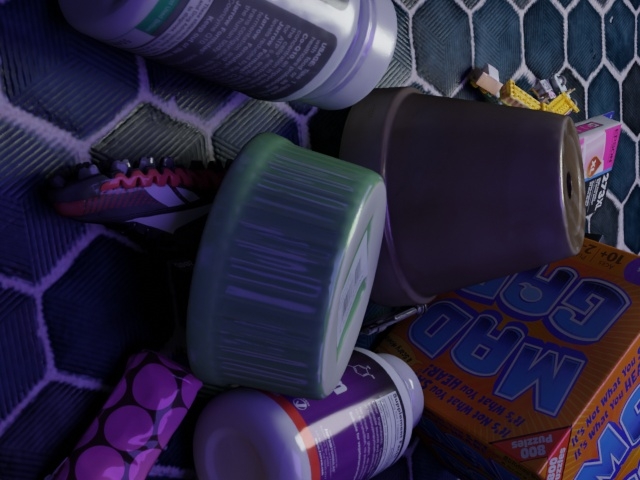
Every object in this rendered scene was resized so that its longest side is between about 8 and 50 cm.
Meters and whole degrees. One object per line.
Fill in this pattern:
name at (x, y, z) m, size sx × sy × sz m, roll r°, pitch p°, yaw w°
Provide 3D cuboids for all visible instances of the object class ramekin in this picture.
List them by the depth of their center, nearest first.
ramekin at (-0.027, 0.037, 0.975) m, size 0.303 × 0.148 × 0.303 m, roll 14°, pitch 90°, yaw -79°

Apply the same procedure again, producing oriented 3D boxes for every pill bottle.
pill bottle at (-0.087, -0.272, 0.934) m, size 0.361 × 0.204 × 0.204 m, roll 13°, pitch 86°, yaw -47°
pill bottle at (-0.001, 0.248, 1.111) m, size 0.323 × 0.181 × 0.181 m, roll -13°, pitch 105°, yaw -51°

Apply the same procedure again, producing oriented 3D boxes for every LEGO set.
LEGO set at (0.365, -0.237, 1.538) m, size 0.287 × 0.107 × 0.132 m, roll -6°, pitch 65°, yaw -42°

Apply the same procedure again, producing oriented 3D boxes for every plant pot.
plant pot at (0.215, -0.070, 1.178) m, size 0.323 × 0.280 × 0.323 m, roll 14°, pitch 74°, yaw -62°

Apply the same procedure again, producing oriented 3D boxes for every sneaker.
sneaker at (-0.178, -0.027, 0.947) m, size 0.276 × 0.097 × 0.135 m, roll -3°, pitch 95°, yaw -49°

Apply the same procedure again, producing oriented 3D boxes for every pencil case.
pencil case at (-0.224, 0.222, 0.944) m, size 0.098 × 0.095 × 0.209 m, roll 34°, pitch 64°, yaw -5°

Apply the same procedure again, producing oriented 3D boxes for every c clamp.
c clamp at (0.104, 0.121, 1.255) m, size 0.160 × 0.137 × 0.022 m, roll -16°, pitch 84°, yaw -51°

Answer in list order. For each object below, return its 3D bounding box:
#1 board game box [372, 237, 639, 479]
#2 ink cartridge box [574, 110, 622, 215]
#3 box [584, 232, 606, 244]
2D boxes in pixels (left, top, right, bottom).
board game box at (0.363, 0.230, 1.329) m, size 0.356 × 0.356 × 0.356 m, roll -48°, pitch 129°, yaw -15°
ink cartridge box at (0.471, -0.125, 1.549) m, size 0.371 × 0.069 × 0.176 m, roll -23°, pitch 125°, yaw -46°
box at (0.528, 0.106, 1.729) m, size 0.153 × 0.108 × 0.207 m, roll -48°, pitch 128°, yaw -32°
